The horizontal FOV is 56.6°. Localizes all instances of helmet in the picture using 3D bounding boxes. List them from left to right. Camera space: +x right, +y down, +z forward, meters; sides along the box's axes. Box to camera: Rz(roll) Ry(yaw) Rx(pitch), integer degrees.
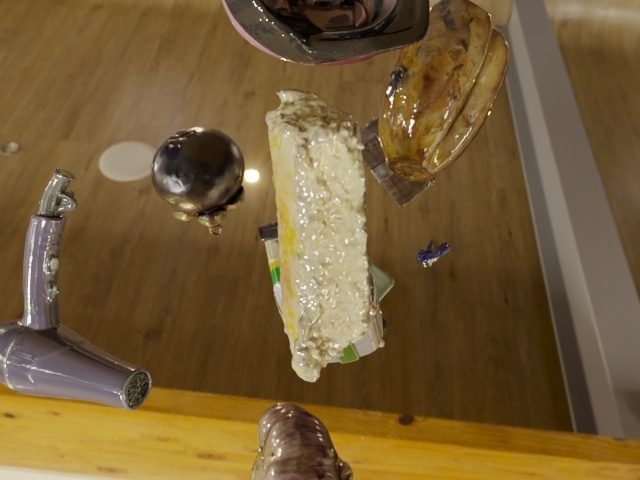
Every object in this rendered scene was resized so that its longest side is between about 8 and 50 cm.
[{"bbox_3d":[-0.008,-0.303,0.722,0.253,0.198,0.154,-3,178,-35],"label":"helmet"}]

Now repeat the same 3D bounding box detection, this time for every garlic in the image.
[{"bbox_3d":[-0.029,0.396,0.997,0.160,0.245,0.245,-5,-136,-16],"label":"garlic"}]

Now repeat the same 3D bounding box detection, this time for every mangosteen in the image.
[{"bbox_3d":[-0.244,-0.121,1.239,0.194,0.230,0.194,-14,-149,8],"label":"mangosteen"}]

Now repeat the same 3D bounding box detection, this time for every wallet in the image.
[{"bbox_3d":[0.183,-0.202,1.504,0.124,0.230,0.042,-38,-159,10],"label":"wallet"}]

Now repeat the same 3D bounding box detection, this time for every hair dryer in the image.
[{"bbox_3d":[-0.389,0.073,0.897,0.301,0.361,0.121,9,-169,24],"label":"hair dryer"}]

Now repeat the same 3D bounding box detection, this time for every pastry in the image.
[{"bbox_3d":[0.000,0.001,0.533,0.089,0.258,0.121,-6,-157,1],"label":"pastry"}]

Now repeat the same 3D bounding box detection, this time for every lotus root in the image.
[{"bbox_3d":[0.190,-0.238,0.952,0.193,0.291,0.193,26,-178,-1],"label":"lotus root"}]

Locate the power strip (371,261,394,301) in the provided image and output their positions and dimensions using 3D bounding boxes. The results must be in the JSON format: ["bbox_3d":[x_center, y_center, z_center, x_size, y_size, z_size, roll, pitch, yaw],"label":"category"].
[{"bbox_3d":[0.066,0.104,1.307,0.140,0.224,0.139,42,-105,7],"label":"power strip"}]

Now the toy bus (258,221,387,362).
[{"bbox_3d":[0.019,0.084,0.900,0.143,0.305,0.179,-14,-112,3],"label":"toy bus"}]

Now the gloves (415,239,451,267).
[{"bbox_3d":[0.234,0.024,1.255,0.086,0.026,0.064,-35,-154,-27],"label":"gloves"}]
